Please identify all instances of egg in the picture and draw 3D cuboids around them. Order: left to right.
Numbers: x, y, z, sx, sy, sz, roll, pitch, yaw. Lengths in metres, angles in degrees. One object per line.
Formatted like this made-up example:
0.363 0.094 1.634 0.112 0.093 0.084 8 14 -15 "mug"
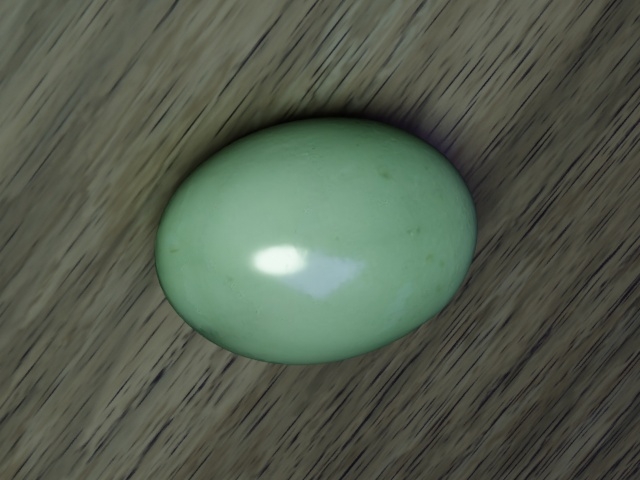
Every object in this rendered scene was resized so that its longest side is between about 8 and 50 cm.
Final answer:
0.000 0.000 1.271 0.282 0.203 0.203 -8 122 -27 "egg"
